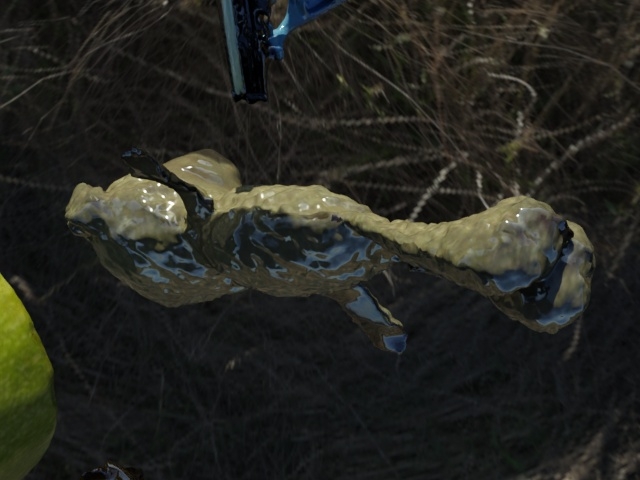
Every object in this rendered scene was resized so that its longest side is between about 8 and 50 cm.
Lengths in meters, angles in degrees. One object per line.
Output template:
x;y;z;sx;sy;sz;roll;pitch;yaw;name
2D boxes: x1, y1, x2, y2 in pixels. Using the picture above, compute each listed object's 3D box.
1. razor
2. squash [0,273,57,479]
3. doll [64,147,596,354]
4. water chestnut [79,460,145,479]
0.068;-0.142;0.581;0.253;0.042;0.082;-17;135;-9;razor
-0.251;0.122;0.591;0.093;0.252;0.169;2;116;35;squash
-0.015;-0.004;0.569;0.202;0.286;0.091;13;83;-17;doll
-0.148;0.205;0.436;0.335;0.347;0.335;13;137;13;water chestnut
